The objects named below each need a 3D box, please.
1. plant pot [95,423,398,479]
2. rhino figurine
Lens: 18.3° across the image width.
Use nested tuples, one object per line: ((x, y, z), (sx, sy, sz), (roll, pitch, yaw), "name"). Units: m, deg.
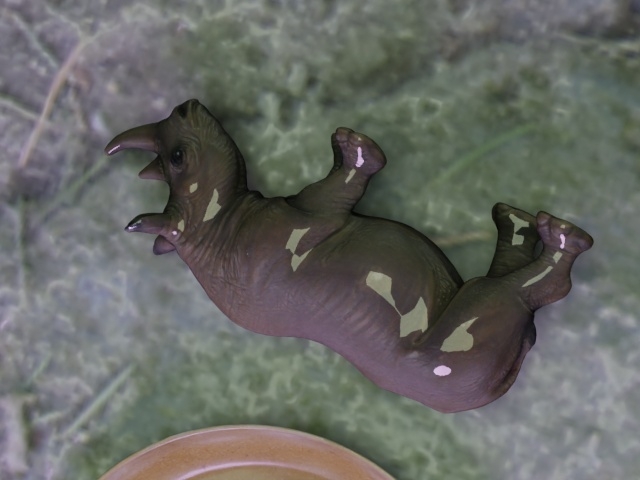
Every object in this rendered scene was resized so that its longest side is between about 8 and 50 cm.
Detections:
((-0.033, 0.207, 0.959), (0.236, 0.032, 0.236), (-1, 85, 12), "plant pot")
((0.000, 0.000, 0.949), (0.243, 0.073, 0.106), (23, 88, 15), "rhino figurine")
